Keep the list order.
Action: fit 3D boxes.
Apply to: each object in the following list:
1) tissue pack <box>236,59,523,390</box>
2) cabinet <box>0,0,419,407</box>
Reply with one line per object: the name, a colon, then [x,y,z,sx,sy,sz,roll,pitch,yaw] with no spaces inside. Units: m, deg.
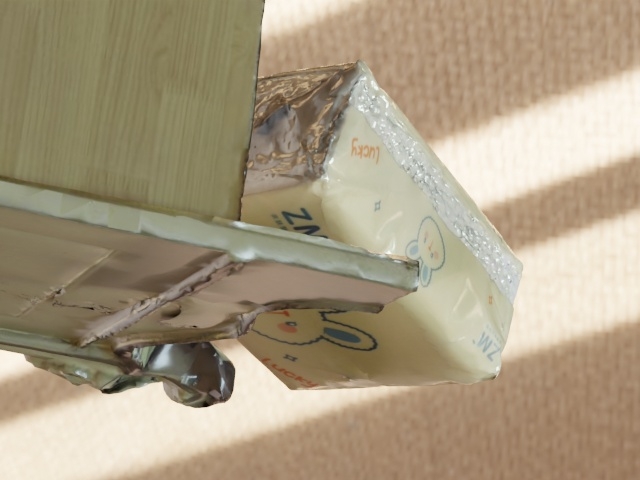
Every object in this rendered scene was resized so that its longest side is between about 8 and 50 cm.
tissue pack: [0.000,0.000,0.948,0.148,0.092,0.196,-7,141,33]
cabinet: [-0.139,-0.114,0.617,0.318,0.290,0.227,11,163,-20]
